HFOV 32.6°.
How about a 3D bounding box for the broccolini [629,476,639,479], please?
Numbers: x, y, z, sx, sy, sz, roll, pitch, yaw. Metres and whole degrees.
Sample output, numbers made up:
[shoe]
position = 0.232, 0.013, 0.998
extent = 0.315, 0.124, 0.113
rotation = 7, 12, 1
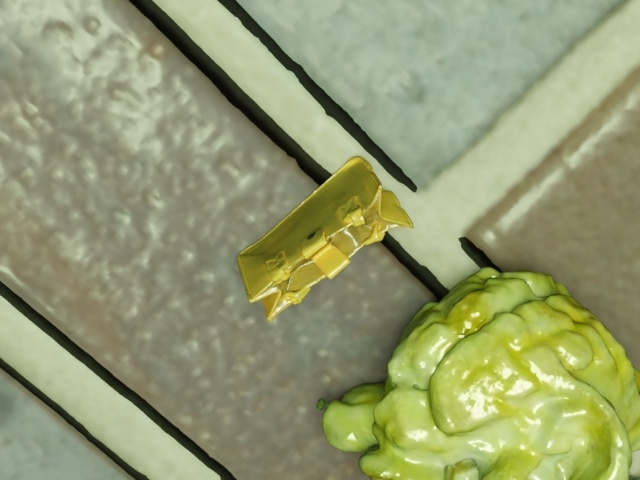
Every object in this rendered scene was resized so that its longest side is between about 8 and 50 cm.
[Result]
[broccolini]
position = 0.192, 0.199, 0.636
extent = 0.030, 0.035, 0.140
rotation = -17, 112, 2

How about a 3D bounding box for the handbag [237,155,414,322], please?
[handbag]
position = 0.000, 0.000, 0.525
extent = 0.083, 0.061, 0.027
rotation = -39, 112, 4

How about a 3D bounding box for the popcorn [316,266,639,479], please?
[popcorn]
position = 0.091, 0.083, 0.542
extent = 0.141, 0.162, 0.136
rotation = 23, 68, -38
